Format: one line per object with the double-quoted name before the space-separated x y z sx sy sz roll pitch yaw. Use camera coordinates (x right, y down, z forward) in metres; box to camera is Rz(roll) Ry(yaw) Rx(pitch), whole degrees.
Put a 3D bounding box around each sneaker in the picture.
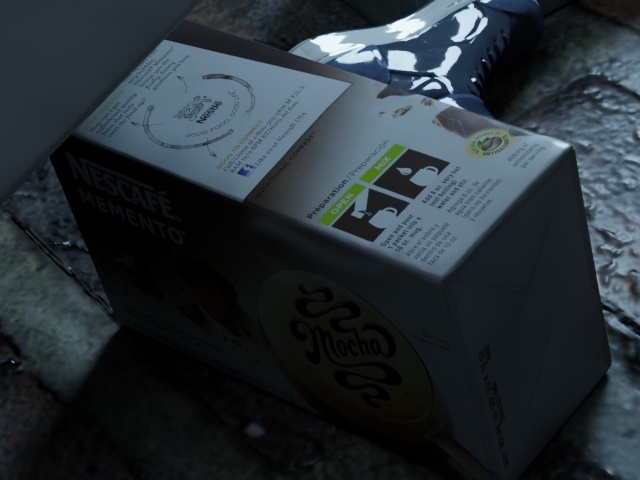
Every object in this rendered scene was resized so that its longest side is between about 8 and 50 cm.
"sneaker" 0.098 -0.077 1.146 0.226 0.086 0.163 -25 55 -37

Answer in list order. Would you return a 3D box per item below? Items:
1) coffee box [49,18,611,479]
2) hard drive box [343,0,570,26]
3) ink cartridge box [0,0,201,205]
"coffee box" 0.000 0.000 1.020 0.297 0.168 0.119 22 54 36
"hard drive box" 0.124 -0.241 1.313 0.232 0.089 0.181 -29 42 -14
"ink cartridge box" -0.190 -0.134 1.021 0.226 0.131 0.306 -45 20 8
